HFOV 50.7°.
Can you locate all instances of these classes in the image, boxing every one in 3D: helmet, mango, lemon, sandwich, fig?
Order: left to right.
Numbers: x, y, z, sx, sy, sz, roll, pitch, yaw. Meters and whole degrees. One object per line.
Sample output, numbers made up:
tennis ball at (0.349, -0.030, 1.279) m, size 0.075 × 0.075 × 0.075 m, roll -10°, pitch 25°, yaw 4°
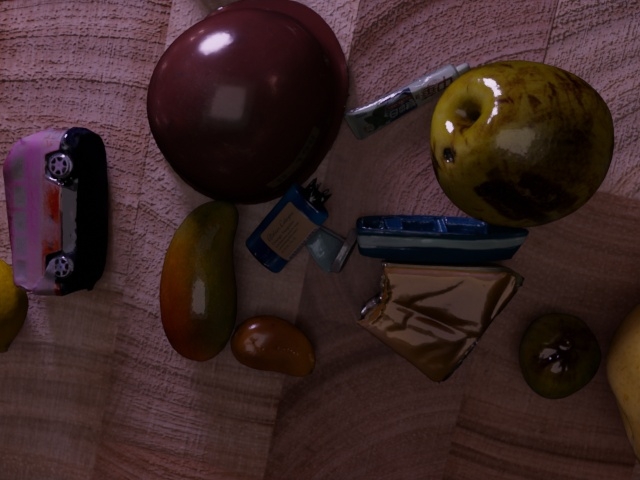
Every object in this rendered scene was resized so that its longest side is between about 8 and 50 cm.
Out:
lemon at (-0.627, 0.118, 1.229) m, size 0.178 × 0.178 × 0.203 m, roll -32°, pitch 92°, yaw 8°
mango at (-0.217, 0.073, 1.211) m, size 0.146 × 0.129 × 0.289 m, roll -1°, pitch 86°, yaw 43°
helmet at (-0.135, -0.237, 1.118) m, size 0.337 × 0.230 × 0.385 m, roll 44°, pitch 100°, yaw 0°
mango at (-0.084, 0.190, 1.237) m, size 0.159 × 0.084 × 0.105 m, roll 18°, pitch 99°, yaw -19°
sandwich at (0.192, 0.087, 1.160) m, size 0.198 × 0.155 × 0.227 m, roll 38°, pitch 98°, yaw 0°
fig at (0.411, 0.201, 1.172) m, size 0.136 × 0.121 × 0.153 m, roll 26°, pitch 99°, yaw 6°

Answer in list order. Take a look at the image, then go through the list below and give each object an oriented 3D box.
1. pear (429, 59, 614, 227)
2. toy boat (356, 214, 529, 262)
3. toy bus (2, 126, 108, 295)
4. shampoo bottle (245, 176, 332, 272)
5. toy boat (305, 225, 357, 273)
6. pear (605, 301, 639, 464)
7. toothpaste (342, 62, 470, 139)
pear at (0.309, -0.151, 1.061) m, size 0.283 × 0.283 × 0.283 m, roll 1°, pitch 97°, yaw 5°
toy boat at (0.211, -0.002, 1.182) m, size 0.299 × 0.096 × 0.062 m, roll 2°, pitch 108°, yaw 3°
toy bus at (-0.473, -0.051, 1.218) m, size 0.147 × 0.127 × 0.303 m, roll 1°, pitch 97°, yaw 8°
shampoo bottle at (-0.051, -0.031, 1.204) m, size 0.087 × 0.050 × 0.183 m, roll 45°, pitch 110°, yaw 9°
toy boat at (-0.001, 0.000, 1.235) m, size 0.122 × 0.034 × 0.096 m, roll 28°, pitch 93°, yaw 11°
pear at (0.619, 0.227, 1.050) m, size 0.348 × 0.348 × 0.348 m, roll 1°, pitch 97°, yaw 5°
toothpaste at (0.154, -0.250, 1.183) m, size 0.233 × 0.038 × 0.060 m, roll -27°, pitch 120°, yaw 9°
